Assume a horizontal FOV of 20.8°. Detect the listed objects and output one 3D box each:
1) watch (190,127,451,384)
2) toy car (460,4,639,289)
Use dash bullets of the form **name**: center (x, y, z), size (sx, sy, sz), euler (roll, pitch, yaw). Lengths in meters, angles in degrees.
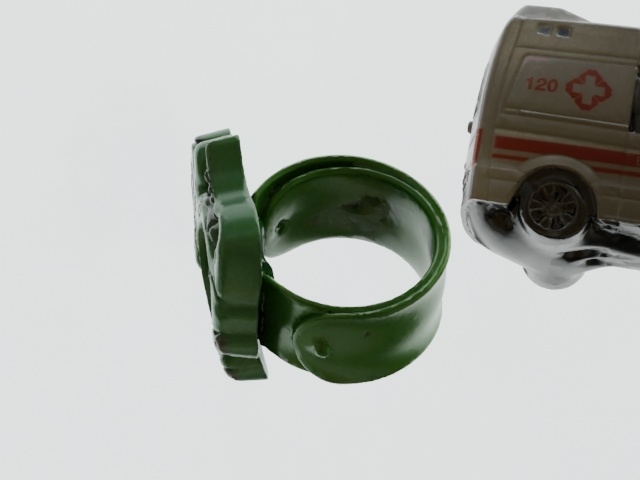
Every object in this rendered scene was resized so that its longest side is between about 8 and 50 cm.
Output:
- **watch**: center (0.000, 0.000, 1.068), size (0.152, 0.165, 0.131), euler (-6, -43, -5)
- **toy car**: center (0.165, -0.031, 0.735), size (0.209, 0.089, 0.108), euler (9, -105, 10)
